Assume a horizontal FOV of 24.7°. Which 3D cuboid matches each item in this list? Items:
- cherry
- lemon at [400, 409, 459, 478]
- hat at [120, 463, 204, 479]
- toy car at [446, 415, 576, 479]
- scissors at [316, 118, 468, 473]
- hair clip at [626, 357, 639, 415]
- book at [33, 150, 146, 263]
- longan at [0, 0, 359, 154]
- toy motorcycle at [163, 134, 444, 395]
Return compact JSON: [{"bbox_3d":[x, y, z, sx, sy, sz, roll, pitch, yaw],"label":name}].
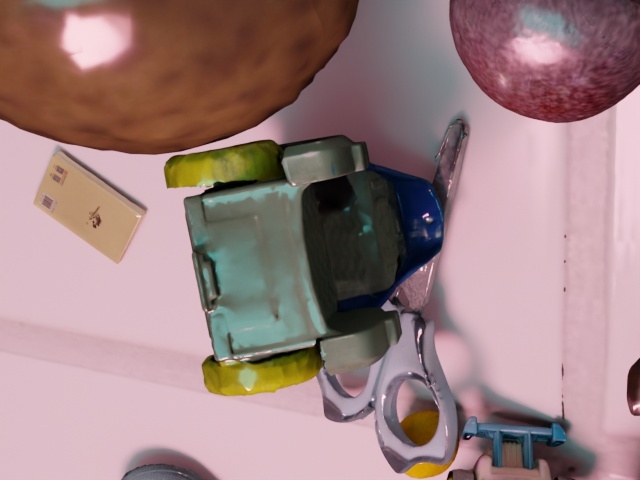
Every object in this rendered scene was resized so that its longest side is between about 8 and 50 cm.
[{"bbox_3d":[0.177,-0.165,1.114,0.176,0.140,0.176,9,135,9],"label":"cherry"},{"bbox_3d":[0.102,0.202,1.438,0.065,0.065,0.092,40,130,-1],"label":"lemon"},{"bbox_3d":[-0.149,0.332,1.645,0.138,0.078,0.191,-43,77,31],"label":"hat"},{"bbox_3d":[0.178,0.239,1.423,0.126,0.098,0.161,5,156,-2],"label":"toy car"},{"bbox_3d":[0.082,0.049,1.346,0.191,0.029,0.360,37,127,34],"label":"scissors"},{"bbox_3d":[0.427,0.135,1.216,0.331,0.085,0.101,-8,118,24],"label":"hair clip"},{"bbox_3d":[-0.236,-0.034,1.489,0.111,0.014,0.077,35,131,3],"label":"book"},{"bbox_3d":[-0.152,-0.256,1.095,0.391,0.391,0.391,13,125,19],"label":"longan"},{"bbox_3d":[0.000,0.000,1.230,0.200,0.326,0.191,-10,96,10],"label":"toy motorcycle"}]
